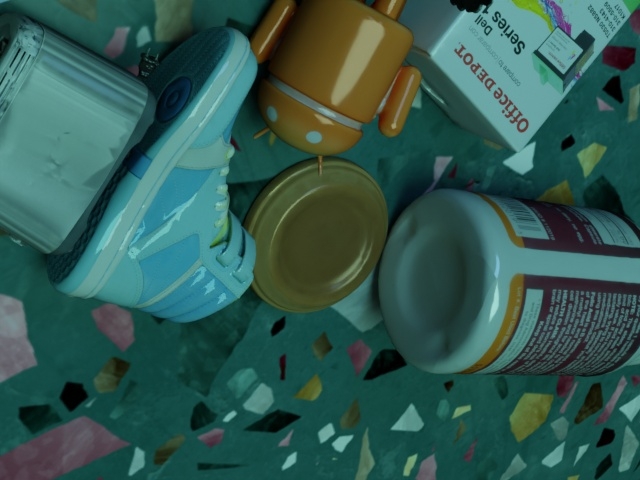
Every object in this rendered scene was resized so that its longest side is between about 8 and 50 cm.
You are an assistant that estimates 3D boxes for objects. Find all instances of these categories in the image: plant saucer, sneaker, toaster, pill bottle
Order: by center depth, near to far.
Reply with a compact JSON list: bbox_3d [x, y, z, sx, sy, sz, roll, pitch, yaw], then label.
[{"bbox_3d":[-0.259,-0.109,0.958,0.146,0.129,0.227,30,97,-36],"label":"toaster"},{"bbox_3d":[-0.121,-0.053,1.076,0.208,0.127,0.319,27,106,-36],"label":"sneaker"},{"bbox_3d":[0.000,0.000,1.228,0.199,0.037,0.200,-13,118,-26],"label":"plant saucer"},{"bbox_3d":[0.290,0.062,1.319,0.392,0.224,0.224,6,109,-33],"label":"pill bottle"}]

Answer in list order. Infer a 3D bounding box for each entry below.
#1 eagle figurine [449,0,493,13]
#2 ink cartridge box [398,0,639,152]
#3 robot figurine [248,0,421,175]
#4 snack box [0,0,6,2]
[{"bbox_3d":[0.135,-0.360,0.946,0.225,0.298,0.226,-30,150,-44],"label":"eagle figurine"},{"bbox_3d":[0.230,-0.272,1.185,0.278,0.117,0.201,-51,128,0],"label":"ink cartridge box"},{"bbox_3d":[0.016,-0.183,1.088,0.158,0.128,0.219,20,104,-36],"label":"robot figurine"},{"bbox_3d":[-0.263,-0.250,0.835,0.174,0.207,0.070,-24,124,-21],"label":"snack box"}]
